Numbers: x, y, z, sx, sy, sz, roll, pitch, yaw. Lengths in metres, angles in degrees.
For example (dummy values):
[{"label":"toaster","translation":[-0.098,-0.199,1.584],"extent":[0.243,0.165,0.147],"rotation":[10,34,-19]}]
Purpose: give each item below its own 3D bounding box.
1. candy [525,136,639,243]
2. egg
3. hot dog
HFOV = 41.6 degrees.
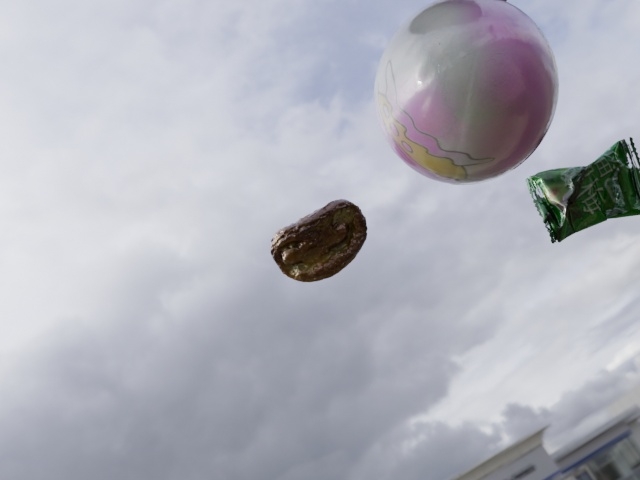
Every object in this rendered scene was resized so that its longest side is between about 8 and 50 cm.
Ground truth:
[{"label":"candy","translation":[0.487,-0.089,1.521],"extent":[0.203,0.141,0.078],"rotation":[-18,-2,9]},{"label":"egg","translation":[0.149,-0.152,0.872],"extent":[0.196,0.196,0.271],"rotation":[-38,2,14]},{"label":"hot dog","translation":[0.000,0.001,1.214],"extent":[0.147,0.065,0.099],"rotation":[-26,-67,1]}]
